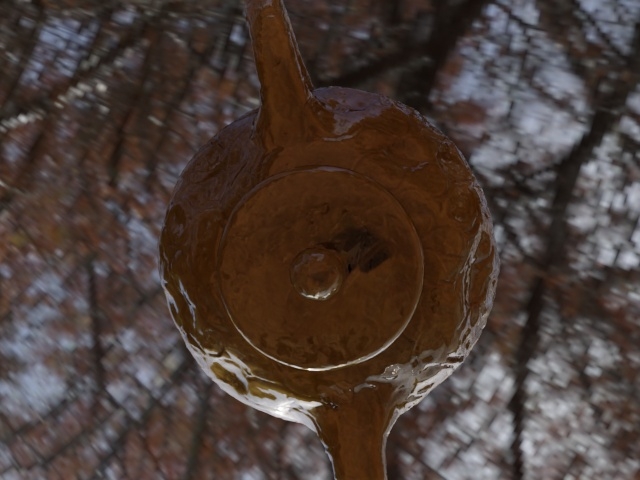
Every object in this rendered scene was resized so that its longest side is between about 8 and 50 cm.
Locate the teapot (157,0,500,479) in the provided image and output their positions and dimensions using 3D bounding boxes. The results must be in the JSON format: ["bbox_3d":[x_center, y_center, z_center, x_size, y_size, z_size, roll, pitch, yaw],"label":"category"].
[{"bbox_3d":[0.000,0.000,1.133,0.203,0.167,0.311,-11,-86,4],"label":"teapot"}]
